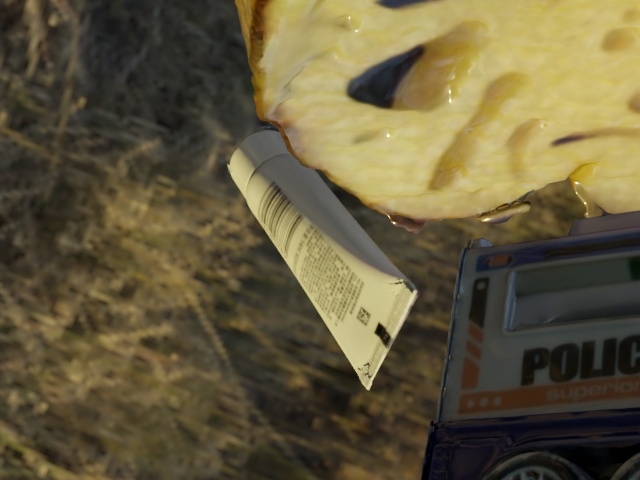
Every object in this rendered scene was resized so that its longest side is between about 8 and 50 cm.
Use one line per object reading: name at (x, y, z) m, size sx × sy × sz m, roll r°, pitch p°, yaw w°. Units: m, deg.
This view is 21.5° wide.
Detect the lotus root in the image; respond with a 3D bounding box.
lotus root at (0.145, -0.130, 0.850) m, size 0.375 × 0.390 × 0.111 m, roll 127°, pitch -37°, yaw -56°

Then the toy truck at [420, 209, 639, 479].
toy truck at (0.178, 0.060, 0.586) m, size 0.124 × 0.268 × 0.155 m, roll 39°, pitch 52°, yaw -46°

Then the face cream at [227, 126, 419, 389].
face cream at (0.000, 0.000, 1.281) m, size 0.058 × 0.243 × 0.092 m, roll 3°, pitch 125°, yaw -33°
